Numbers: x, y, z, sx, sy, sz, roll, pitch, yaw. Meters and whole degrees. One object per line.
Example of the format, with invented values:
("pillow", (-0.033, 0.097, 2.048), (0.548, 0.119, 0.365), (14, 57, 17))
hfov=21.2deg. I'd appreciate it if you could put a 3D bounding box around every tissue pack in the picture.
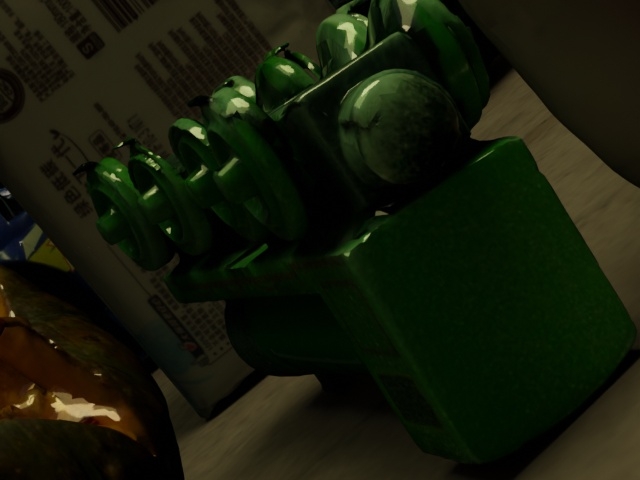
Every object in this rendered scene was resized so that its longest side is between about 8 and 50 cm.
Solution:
("tissue pack", (-0.065, -0.067, 0.770), (0.159, 0.229, 0.145), (-40, 7, 2))

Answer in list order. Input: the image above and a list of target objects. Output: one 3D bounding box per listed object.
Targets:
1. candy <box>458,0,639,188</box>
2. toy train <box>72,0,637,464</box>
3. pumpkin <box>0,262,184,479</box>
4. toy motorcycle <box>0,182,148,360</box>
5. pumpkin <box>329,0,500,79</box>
("candy", (0.177, -0.163, 0.526), (0.208, 0.145, 0.358), (-33, 11, 31))
("toy train", (0.000, 0.000, 0.520), (0.085, 0.119, 0.251), (-34, 6, -15))
("pumpkin", (-0.097, 0.087, 0.510), (0.119, 0.108, 0.183), (-62, 5, 30))
("toy motorcycle", (-0.145, 0.000, 0.975), (0.113, 0.169, 0.315), (-37, 9, 22))
("pumpkin", (0.021, -0.132, 0.994), (0.194, 0.150, 0.194), (-37, 1, 1))
